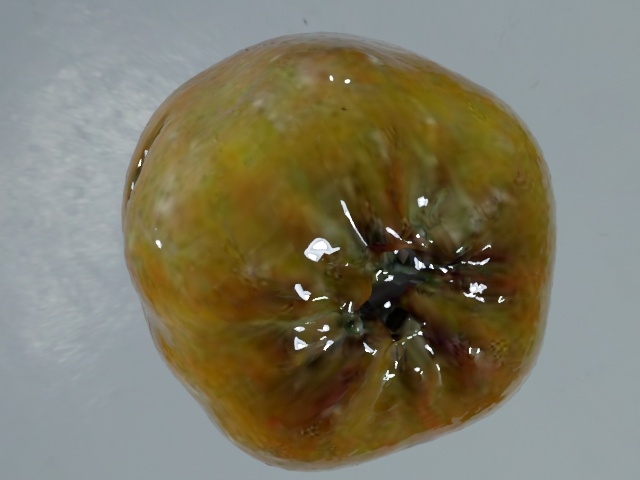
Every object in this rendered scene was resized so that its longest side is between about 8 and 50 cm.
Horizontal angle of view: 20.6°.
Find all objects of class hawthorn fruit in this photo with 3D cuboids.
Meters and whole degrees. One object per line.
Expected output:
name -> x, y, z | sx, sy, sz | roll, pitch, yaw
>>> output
hawthorn fruit -> 0.000, 0.000, 1.107 | 0.268, 0.301, 0.267 | -3, 104, -13
